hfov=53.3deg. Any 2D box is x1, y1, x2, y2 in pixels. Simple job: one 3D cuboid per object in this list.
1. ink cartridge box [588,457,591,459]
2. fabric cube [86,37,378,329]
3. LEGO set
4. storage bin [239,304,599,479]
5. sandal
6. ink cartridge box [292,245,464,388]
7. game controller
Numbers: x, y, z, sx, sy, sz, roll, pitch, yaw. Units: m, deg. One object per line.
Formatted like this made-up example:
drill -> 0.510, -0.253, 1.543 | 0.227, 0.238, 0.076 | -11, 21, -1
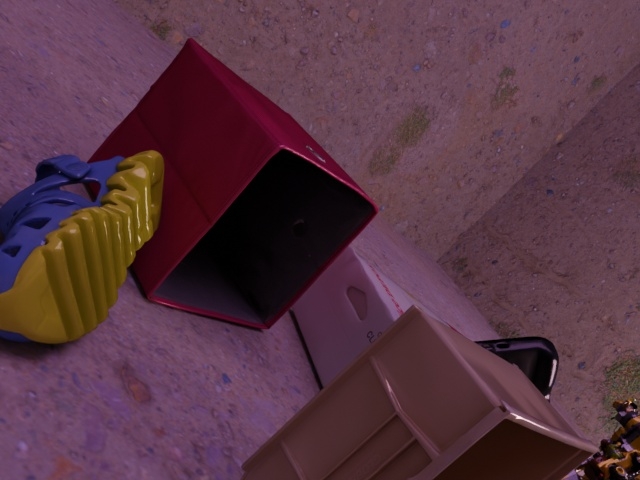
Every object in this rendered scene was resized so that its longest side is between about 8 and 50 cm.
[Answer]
ink cartridge box -> 0.356, 0.367, 1.212 | 0.100, 0.172, 0.237 | 24, 21, -39
fabric cube -> -0.125, -0.068, 0.898 | 0.254, 0.259, 0.258 | 27, 20, -53
LEGO set -> 0.286, 0.312, 0.841 | 0.192, 0.254, 0.332 | -126, -153, -43
storage bin -> 0.091, 0.218, 0.609 | 0.262, 0.260, 0.123 | 31, 18, -49
sandal -> -0.258, -0.006, 0.636 | 0.138, 0.126, 0.317 | 7, 23, -1
ink cartridge box -> 0.155, 0.218, 1.097 | 0.384, 0.160, 0.279 | 38, 13, -32
game controller -> 0.205, 0.224, 0.921 | 0.318, 0.167, 0.067 | -1, 13, -21
